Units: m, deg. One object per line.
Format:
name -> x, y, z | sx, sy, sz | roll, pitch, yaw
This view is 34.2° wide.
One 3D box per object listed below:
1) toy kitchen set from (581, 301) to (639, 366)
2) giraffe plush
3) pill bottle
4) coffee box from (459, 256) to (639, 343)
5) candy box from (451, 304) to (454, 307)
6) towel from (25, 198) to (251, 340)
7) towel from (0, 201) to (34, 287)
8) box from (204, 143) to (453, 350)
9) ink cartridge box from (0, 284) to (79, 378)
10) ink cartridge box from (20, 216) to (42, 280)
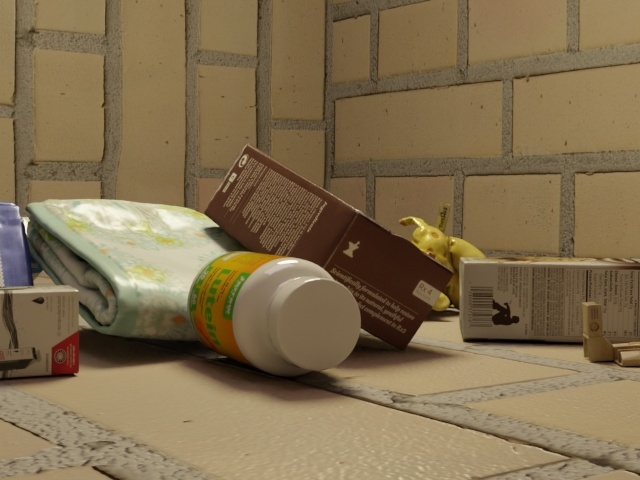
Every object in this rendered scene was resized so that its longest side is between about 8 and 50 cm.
toy kitchen set -> 0.382, 0.118, 1.320 | 0.083, 0.075, 0.068 | -3, 3, 2
giraffe plush -> 0.186, 0.064, 1.822 | 0.181, 0.210, 0.170 | 6, 33, 28
pill bottle -> -0.055, 0.085, 1.221 | 0.136, 0.136, 0.246 | 0, 2, -27
coffee box -> 0.360, 0.086, 1.559 | 0.297, 0.118, 0.168 | 1, 2, 5
candy box -> 0.289, 0.101, 1.987 | 0.109, 0.053, 0.187 | -2, 5, -45
towel -> -0.221, 0.038, 1.482 | 0.321, 0.090, 0.374 | 4, 21, -37
towel -> -0.547, 0.049, 1.368 | 0.336, 0.243, 0.040 | -1, -36, -27
box -> 0.000, 0.000, 1.508 | 0.191, 0.143, 0.381 | 32, 0, -32
ink cartridge box -> -0.344, 0.103, 1.166 | 0.135, 0.099, 0.056 | -1, 4, -25
ink cartridge box -> -0.525, 0.062, 1.577 | 0.231, 0.078, 0.134 | -44, -24, 30
